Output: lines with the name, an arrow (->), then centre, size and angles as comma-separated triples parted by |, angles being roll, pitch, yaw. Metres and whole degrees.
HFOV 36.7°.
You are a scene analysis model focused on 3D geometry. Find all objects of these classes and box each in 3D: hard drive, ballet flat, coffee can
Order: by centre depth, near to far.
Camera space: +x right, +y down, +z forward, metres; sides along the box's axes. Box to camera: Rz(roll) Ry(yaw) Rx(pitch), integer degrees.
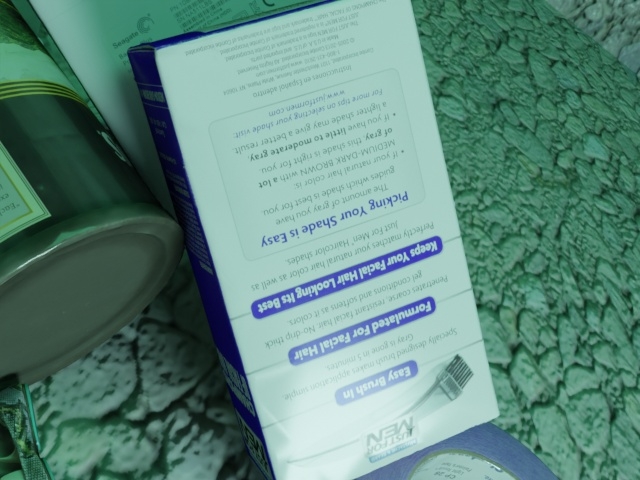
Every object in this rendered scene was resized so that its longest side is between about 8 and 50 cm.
ballet flat -> -0.206, 0.153, 0.666 | 0.041, 0.041, 0.114 | 0, 53, -43
coffee can -> -0.256, -0.052, 0.691 | 0.202, 0.201, 0.275 | -18, 65, -51
hard drive -> -0.052, -0.106, 0.752 | 0.318, 0.210, 0.040 | 60, -10, -19

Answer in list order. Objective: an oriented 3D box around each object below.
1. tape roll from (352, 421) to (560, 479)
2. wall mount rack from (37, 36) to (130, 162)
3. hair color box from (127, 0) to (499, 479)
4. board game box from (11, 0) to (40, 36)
tape roll -> 0.116, 0.275, 0.788 | 0.275, 0.090, 0.274 | 26, 38, -22
wall mount rack -> -0.123, -0.202, 0.935 | 0.304, 0.130, 0.350 | -2, 36, 11
hair color box -> 0.000, 0.000, 0.712 | 0.185, 0.110, 0.338 | -19, 105, -17
board game box -> -0.401, -0.285, 0.828 | 0.224, 0.097, 0.303 | -7, 40, -46
